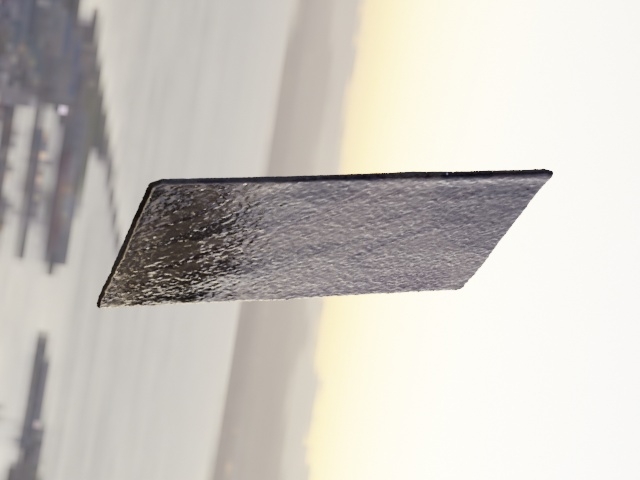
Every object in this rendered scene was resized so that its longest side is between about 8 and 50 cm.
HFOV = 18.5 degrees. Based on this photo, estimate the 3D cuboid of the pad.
[{"bbox_3d":[0.000,0.000,1.569,0.220,0.330,0.004,121,-38,-58],"label":"pad"}]
